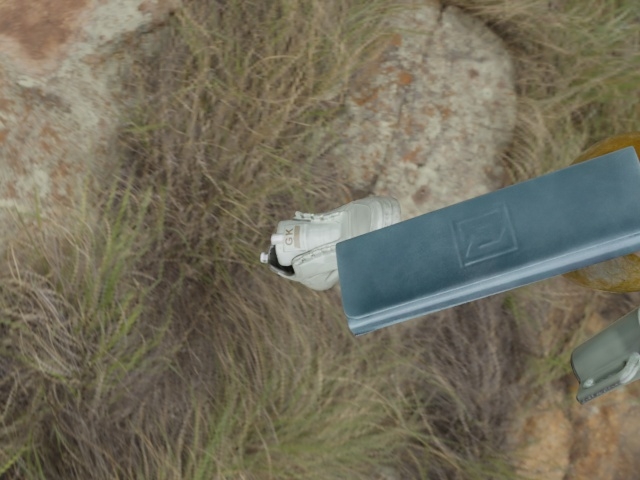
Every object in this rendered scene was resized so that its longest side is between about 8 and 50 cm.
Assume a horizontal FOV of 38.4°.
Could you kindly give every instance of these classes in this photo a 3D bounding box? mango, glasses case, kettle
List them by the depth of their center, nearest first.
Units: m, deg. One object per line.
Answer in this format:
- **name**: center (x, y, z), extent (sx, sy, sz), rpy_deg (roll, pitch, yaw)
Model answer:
- **glasses case**: center (0.144, -0.003, 0.780), extent (0.266, 0.105, 0.056), rpy_deg (-19, 119, 15)
- **mango**: center (0.369, -0.026, 1.159), extent (0.146, 0.316, 0.192), rpy_deg (-19, 84, -27)
- **kettle**: center (0.473, 0.184, 1.429), extent (0.098, 0.126, 0.148), rpy_deg (24, 135, -27)

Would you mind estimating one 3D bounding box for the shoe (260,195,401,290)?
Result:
- **shoe**: center (0.000, 0.000, 1.536), extent (0.159, 0.316, 0.124), rpy_deg (9, 66, -25)
